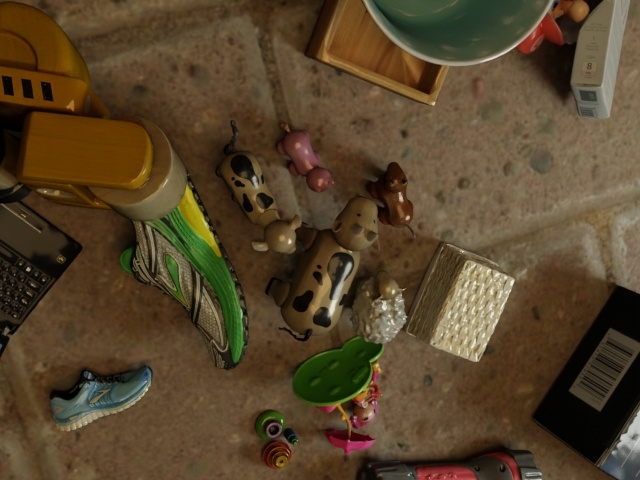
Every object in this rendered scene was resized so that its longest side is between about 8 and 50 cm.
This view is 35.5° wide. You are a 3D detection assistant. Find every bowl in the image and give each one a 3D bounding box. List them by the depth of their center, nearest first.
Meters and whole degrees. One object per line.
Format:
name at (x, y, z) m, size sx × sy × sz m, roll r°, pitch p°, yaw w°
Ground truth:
bowl at (0.162, -0.401, 1.377) m, size 0.312 × 0.163 × 0.311 m, roll -4°, pitch 103°, yaw -17°

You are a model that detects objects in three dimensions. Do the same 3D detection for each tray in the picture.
tray at (0.146, -0.431, 1.492) m, size 0.203 × 0.076 × 0.410 m, roll 19°, pitch 95°, yaw -21°

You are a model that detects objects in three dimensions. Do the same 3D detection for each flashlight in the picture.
flashlight at (0.225, 0.412, 1.697) m, size 0.304 × 0.103 × 0.103 m, roll 2°, pitch 136°, yaw -24°

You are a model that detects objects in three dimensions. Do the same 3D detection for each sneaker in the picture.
sneaker at (-0.207, 0.040, 1.470) m, size 0.146 × 0.134 × 0.343 m, roll -26°, pitch 101°, yaw -4°
sneaker at (-0.329, 0.224, 1.495) m, size 0.162 × 0.063 × 0.073 m, roll -24°, pitch 106°, yaw -12°

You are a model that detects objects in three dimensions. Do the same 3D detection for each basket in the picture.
basket at (0.229, 0.104, 1.630) m, size 0.113 × 0.103 × 0.167 m, roll 21°, pitch 96°, yaw -21°

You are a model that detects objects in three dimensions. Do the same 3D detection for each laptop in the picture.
laptop at (-0.493, 0.057, 1.360) m, size 0.234 × 0.136 × 0.264 m, roll 40°, pitch 88°, yaw -23°

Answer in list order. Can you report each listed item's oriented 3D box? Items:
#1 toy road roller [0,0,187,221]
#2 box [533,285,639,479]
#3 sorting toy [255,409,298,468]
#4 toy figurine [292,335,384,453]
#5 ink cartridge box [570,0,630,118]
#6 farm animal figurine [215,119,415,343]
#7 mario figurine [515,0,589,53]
toy road roller at (-0.333, -0.168, 1.297) m, size 0.330 × 0.202 × 0.240 m, roll 9°, pitch 82°, yaw 2°
box at (0.636, 0.315, 1.759) m, size 0.396 × 0.212 × 0.293 m, roll 32°, pitch 91°, yaw -23°
sorting toy at (-0.067, 0.327, 1.617) m, size 0.061 × 0.042 × 0.101 m, roll -16°, pitch 107°, yaw -14°
toy figurine at (0.051, 0.264, 1.624) m, size 0.173 × 0.130 × 0.159 m, roll -39°, pitch 128°, yaw -32°
ink cartridge box at (0.443, -0.325, 1.571) m, size 0.066 × 0.189 × 0.232 m, roll 5°, pitch 83°, yaw 20°
farm animal figurine at (0.000, 0.000, 1.491) m, size 0.331 × 0.172 × 0.326 m, roll 4°, pitch 102°, yaw -19°
mario figurine at (0.407, -0.416, 1.532) m, size 0.198 × 0.170 × 0.320 m, roll 37°, pitch 88°, yaw -24°
